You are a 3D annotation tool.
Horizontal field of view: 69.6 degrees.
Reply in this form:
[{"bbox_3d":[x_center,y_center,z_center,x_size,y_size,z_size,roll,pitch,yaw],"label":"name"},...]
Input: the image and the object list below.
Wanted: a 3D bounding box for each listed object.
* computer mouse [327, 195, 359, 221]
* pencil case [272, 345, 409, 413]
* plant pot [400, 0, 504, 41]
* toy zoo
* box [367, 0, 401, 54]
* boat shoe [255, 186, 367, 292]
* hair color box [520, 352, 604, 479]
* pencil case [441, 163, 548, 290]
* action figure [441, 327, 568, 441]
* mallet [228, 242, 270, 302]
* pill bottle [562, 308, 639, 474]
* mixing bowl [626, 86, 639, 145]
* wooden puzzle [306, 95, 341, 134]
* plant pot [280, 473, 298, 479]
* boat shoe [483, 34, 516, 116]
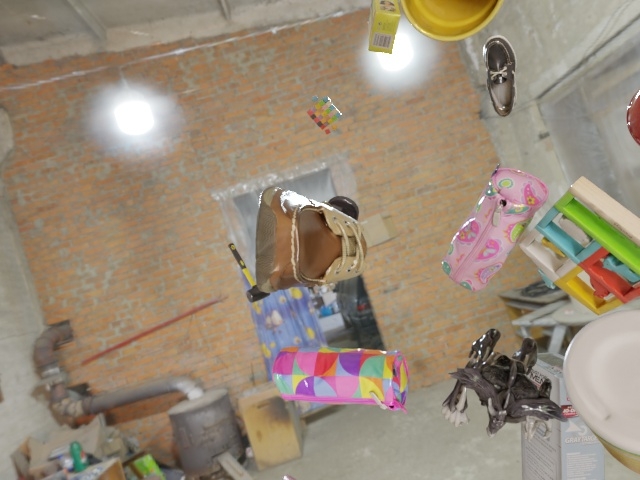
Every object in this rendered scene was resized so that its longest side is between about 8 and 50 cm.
[{"bbox_3d":[0.001,-0.030,1.282,0.183,0.262,0.060,17,34,5],"label":"computer mouse"},{"bbox_3d":[0.035,0.234,0.790,0.236,0.105,0.104,-4,2,25],"label":"pencil case"},{"bbox_3d":[0.344,-0.660,1.138,0.254,0.254,0.239,-22,26,42],"label":"plant pot"},{"bbox_3d":[0.457,0.029,0.796,0.030,0.192,0.293,-39,-20,-11],"label":"toy zoo"},{"bbox_3d":[0.143,-0.508,1.062,0.058,0.232,0.087,8,-50,-2],"label":"box"},{"bbox_3d":[0.000,0.000,0.584,0.119,0.123,0.324,1,0,7],"label":"boat shoe"},{"bbox_3d":[0.593,0.489,1.143,0.113,0.375,0.185,-3,3,-5],"label":"hair color box"},{"bbox_3d":[0.357,-0.019,0.971,0.124,0.124,0.284,-16,-36,-26],"label":"pencil case"},{"bbox_3d":[0.282,0.238,0.714,0.163,0.141,0.275,13,13,22],"label":"action figure"},{"bbox_3d":[-0.214,0.089,1.275,0.062,0.190,0.039,-29,-20,-34],"label":"mallet"},{"bbox_3d":[0.364,0.183,0.503,0.136,0.137,0.245,-21,-42,28],"label":"pill bottle"},{"bbox_3d":[0.551,-0.214,0.663,0.181,0.182,0.098,-20,-30,23],"label":"mixing bowl"},{"bbox_3d":[0.008,-0.247,0.897,0.049,0.083,0.006,-34,33,21],"label":"wooden puzzle"},{"bbox_3d":[-0.034,0.538,0.832,0.201,0.180,0.201,-50,-13,-16],"label":"plant pot"},{"bbox_3d":[0.277,-0.250,0.711,0.046,0.125,0.038,1,48,28],"label":"boat shoe"}]
